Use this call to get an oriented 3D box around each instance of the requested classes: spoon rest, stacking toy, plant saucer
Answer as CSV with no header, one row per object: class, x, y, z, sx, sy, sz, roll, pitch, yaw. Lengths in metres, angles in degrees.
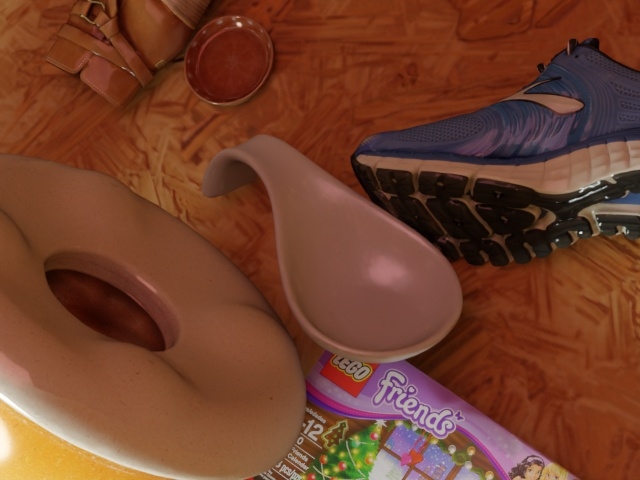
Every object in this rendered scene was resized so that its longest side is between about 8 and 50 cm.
spoon rest,0.000,0.000,1.574,0.137,0.084,0.276,-27,50,-26
stacking toy,-0.263,0.202,1.563,0.350,0.350,0.480,45,116,25
plant saucer,-0.079,-0.156,1.720,0.083,0.013,0.083,-5,73,17

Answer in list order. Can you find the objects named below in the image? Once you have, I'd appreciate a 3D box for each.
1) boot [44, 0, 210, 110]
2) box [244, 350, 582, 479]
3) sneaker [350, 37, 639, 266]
boot,-0.199,-0.220,1.751,0.197,0.073,0.152,38,93,27
box,0.080,0.223,1.527,0.293,0.057,0.201,33,86,25
sneaker,0.184,-0.074,1.559,0.330,0.130,0.147,-3,54,22
